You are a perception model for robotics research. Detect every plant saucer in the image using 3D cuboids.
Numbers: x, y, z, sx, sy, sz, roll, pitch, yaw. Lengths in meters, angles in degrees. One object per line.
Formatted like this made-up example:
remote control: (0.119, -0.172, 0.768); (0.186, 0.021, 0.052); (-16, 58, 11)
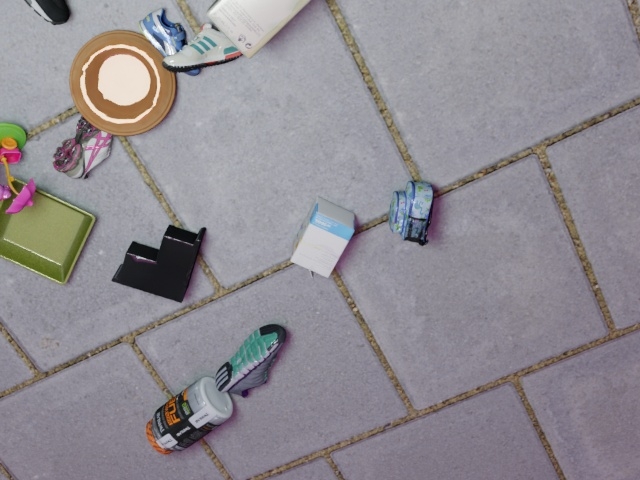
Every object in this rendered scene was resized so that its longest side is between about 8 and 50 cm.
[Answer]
plant saucer: (-0.375, -0.298, 1.474); (0.199, 0.037, 0.200); (-2, 99, -11)
plant saucer: (-0.589, -0.024, 1.639); (0.188, 0.045, 0.188); (27, 112, -11)

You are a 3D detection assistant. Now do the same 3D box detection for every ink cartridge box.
ink cartridge box: (0.000, 0.000, 1.614); (0.090, 0.092, 0.143); (25, 113, -10)

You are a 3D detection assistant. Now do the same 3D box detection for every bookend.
bookend: (-0.342, 0.030, 1.646); (0.157, 0.072, 0.156); (17, 114, -6)

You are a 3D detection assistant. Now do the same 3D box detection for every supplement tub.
supplement tub: (-0.307, 0.410, 1.801); (0.190, 0.117, 0.117); (-37, 109, 16)

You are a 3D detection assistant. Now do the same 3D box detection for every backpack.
backpack: (0.184, -0.063, 1.575); (0.084, 0.105, 0.114); (11, 110, -5)

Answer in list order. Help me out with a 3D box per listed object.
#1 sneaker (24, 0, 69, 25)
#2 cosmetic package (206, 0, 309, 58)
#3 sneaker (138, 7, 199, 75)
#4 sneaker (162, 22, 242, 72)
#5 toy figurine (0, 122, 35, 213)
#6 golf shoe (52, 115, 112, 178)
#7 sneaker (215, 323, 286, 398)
sneaker: (-0.500, -0.528, 1.370); (0.124, 0.107, 0.283); (-23, 113, 5)
cosmetic package: (-0.048, -0.474, 1.355); (0.309, 0.160, 0.113); (-38, 110, 18)
sneaker: (-0.275, -0.373, 1.465); (0.059, 0.053, 0.144); (-39, 110, 15)
sneaker: (-0.225, -0.361, 1.442); (0.161, 0.057, 0.075); (-18, 98, -27)
toy figurine: (-0.622, -0.123, 1.491); (0.130, 0.173, 0.159); (-48, 66, 42)
golf shoe: (-0.450, -0.203, 1.551); (0.186, 0.067, 0.086); (-47, 147, 9)
sneaker: (-0.138, 0.275, 1.770); (0.098, 0.083, 0.223); (31, 118, -35)
